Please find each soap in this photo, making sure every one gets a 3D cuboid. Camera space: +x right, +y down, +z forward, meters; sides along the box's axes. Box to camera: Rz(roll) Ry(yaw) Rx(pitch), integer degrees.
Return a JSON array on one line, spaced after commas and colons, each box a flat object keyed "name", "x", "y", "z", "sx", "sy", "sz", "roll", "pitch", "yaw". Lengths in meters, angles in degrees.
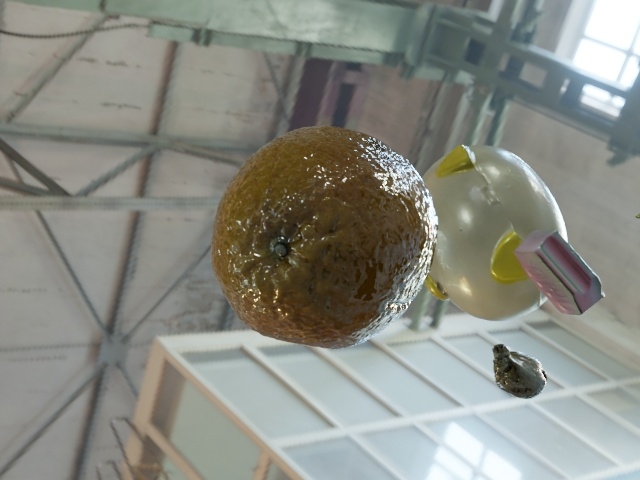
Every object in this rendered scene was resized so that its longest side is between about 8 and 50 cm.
[{"name": "soap", "x": 0.368, "y": 0.053, "z": 1.620, "sx": 0.056, "sy": 0.100, "sz": 0.149, "roll": -45, "pitch": -78, "yaw": -11}]

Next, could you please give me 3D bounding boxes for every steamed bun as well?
[{"name": "steamed bun", "x": 0.347, "y": -0.017, "z": 2.188, "sx": 0.334, "sy": 0.374, "sz": 0.334, "roll": -23, "pitch": -27, "yaw": -13}]

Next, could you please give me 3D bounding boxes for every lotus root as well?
[{"name": "lotus root", "x": 0.370, "y": 0.251, "z": 1.993, "sx": 0.165, "sy": 0.088, "sz": 0.088, "roll": 36, "pitch": -92, "yaw": -42}]

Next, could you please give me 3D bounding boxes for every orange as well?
[{"name": "orange", "x": 0.000, "y": 0.000, "z": 1.479, "sx": 0.322, "sy": 0.322, "sz": 0.357, "roll": -68, "pitch": -13, "yaw": 13}]

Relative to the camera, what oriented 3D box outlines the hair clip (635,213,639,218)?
[{"name": "hair clip", "x": 0.551, "y": 0.032, "z": 1.660, "sx": 0.072, "sy": 0.046, "sz": 0.173, "roll": -21, "pitch": -83, "yaw": -43}]
